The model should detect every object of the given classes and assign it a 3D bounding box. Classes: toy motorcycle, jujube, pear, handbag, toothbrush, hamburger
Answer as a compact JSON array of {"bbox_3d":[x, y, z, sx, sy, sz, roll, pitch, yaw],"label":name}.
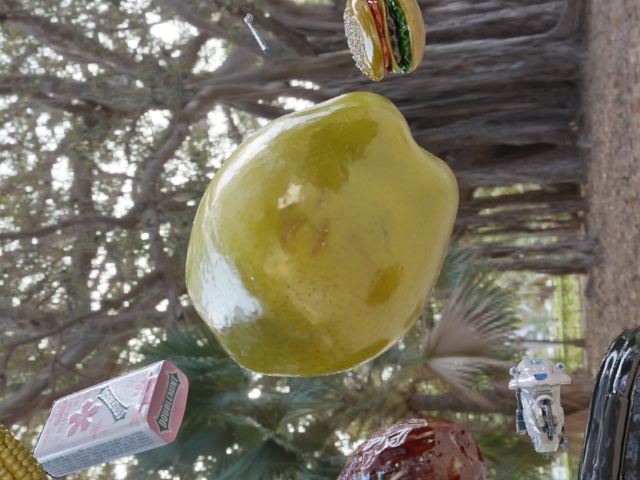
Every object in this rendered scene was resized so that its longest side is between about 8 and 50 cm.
[{"bbox_3d":[0.377,0.285,1.225,0.221,0.102,0.150,65,-161,-59],"label":"toy motorcycle"},{"bbox_3d":[0.126,0.391,1.119,0.197,0.290,0.197,30,-146,-23],"label":"jujube"},{"bbox_3d":[0.000,0.000,1.025,0.362,0.418,0.362,42,-171,-8],"label":"pear"},{"bbox_3d":[0.367,0.239,0.766,0.254,0.093,0.308,30,-111,-40],"label":"handbag"},{"bbox_3d":[-0.098,-0.321,1.104,0.014,0.011,0.167,-58,30,22],"label":"toothbrush"},{"bbox_3d":[0.103,-0.340,1.161,0.162,0.115,0.162,162,90,-85],"label":"hamburger"}]

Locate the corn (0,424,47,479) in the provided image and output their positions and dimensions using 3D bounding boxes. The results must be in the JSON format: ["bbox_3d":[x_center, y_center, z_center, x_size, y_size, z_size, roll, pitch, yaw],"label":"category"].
[{"bbox_3d":[-0.428,0.209,0.806,0.293,0.106,0.106,49,-158,-3],"label":"corn"}]

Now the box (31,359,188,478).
[{"bbox_3d":[-0.491,0.420,1.666,0.112,0.369,0.190,52,-151,-30],"label":"box"}]
